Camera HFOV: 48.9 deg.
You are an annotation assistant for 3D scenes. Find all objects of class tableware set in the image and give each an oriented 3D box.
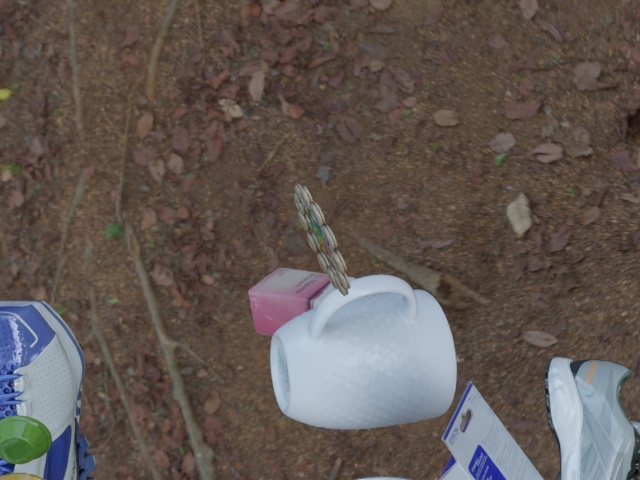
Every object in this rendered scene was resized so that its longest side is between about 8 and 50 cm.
[{"bbox_3d":[-0.226,0.177,0.474,0.104,0.024,0.154,4,116,-7],"label":"tableware set"}]

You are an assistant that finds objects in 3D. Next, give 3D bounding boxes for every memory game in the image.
[{"bbox_3d":[0.000,0.000,1.070,0.012,0.186,0.186,-24,77,-10],"label":"memory game"}]

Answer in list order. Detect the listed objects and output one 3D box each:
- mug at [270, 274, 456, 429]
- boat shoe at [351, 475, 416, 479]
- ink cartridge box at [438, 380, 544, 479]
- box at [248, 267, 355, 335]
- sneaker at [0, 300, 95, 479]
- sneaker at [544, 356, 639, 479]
[{"bbox_3d":[0.079,0.217,1.435,0.276,0.328,0.374,-113,25,-45],"label":"mug"},{"bbox_3d":[0.186,0.516,1.285,0.320,0.103,0.118,22,140,-9],"label":"boat shoe"},{"bbox_3d":[0.299,0.413,1.165,0.065,0.165,0.332,-32,95,37],"label":"ink cartridge box"},{"bbox_3d":[-0.038,0.162,1.748,0.232,0.149,0.126,6,115,31],"label":"box"},{"bbox_3d":[-0.356,0.237,0.822,0.128,0.182,0.315,-4,111,4],"label":"sneaker"},{"bbox_3d":[0.319,0.261,0.789,0.108,0.100,0.271,-8,66,19],"label":"sneaker"}]
